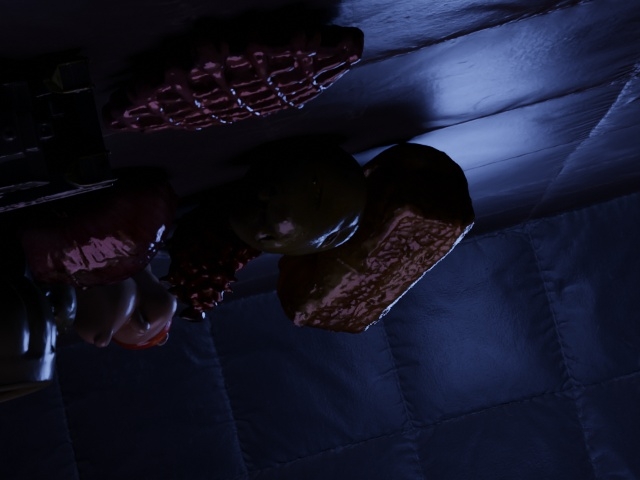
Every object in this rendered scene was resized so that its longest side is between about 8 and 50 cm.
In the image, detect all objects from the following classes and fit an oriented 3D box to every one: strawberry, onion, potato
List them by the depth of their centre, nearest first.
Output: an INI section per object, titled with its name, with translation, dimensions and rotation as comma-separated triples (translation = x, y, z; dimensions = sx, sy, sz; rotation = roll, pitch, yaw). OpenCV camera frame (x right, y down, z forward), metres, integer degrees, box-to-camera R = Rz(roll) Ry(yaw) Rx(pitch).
[onion]
translation = -0.283, -0.001, 1.604
dimensions = 0.227, 0.120, 0.283
rotation = -11, 175, 10
[potato]
translation = -0.027, -0.053, 1.647
dimensions = 0.155, 0.137, 0.200
rotation = -21, 170, 37
[strawberry]
translation = -0.111, -0.031, 1.849
dimensions = 0.306, 0.137, 0.233
rotation = -42, -173, 11

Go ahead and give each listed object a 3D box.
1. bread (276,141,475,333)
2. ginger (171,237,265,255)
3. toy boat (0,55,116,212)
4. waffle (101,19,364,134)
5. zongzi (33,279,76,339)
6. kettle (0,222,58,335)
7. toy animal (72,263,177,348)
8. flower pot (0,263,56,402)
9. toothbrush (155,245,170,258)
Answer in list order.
[bread]
translation = 0.075, -0.004, 1.906
dimensions = 0.195, 0.148, 0.344
rotation = 15, 135, -34
[ginger]
translation = -0.125, -0.004, 2.096
dimensions = 0.333, 0.080, 0.166
rotation = -14, 165, -38
[toy boat]
translation = -0.312, -0.066, 0.967
dimensions = 0.296, 0.114, 0.122
rotation = -13, 180, -20
[waffle]
translation = -0.074, -0.143, 1.117
dimensions = 0.221, 0.055, 0.234
rotation = -11, 172, -39
[zongzi]
translation = -0.569, 0.117, 1.793
dimensions = 0.393, 0.174, 0.356
rotation = -3, 163, -36
[kettle]
translation = -0.428, 0.095, 1.491
dimensions = 0.202, 0.144, 0.232
rotation = -14, 152, -10
[toy animal]
translation = -0.345, 0.113, 2.186
dimensions = 0.171, 0.171, 0.198
rotation = -18, 166, 27
[flower pot]
translation = -0.426, 0.058, 1.221
dimensions = 0.308, 0.244, 0.307
rotation = -14, 172, -2
[toothbrush]
translation = -0.298, 0.022, 2.146
dimensions = 0.413, 0.042, 0.035
rotation = -7, 171, -38
